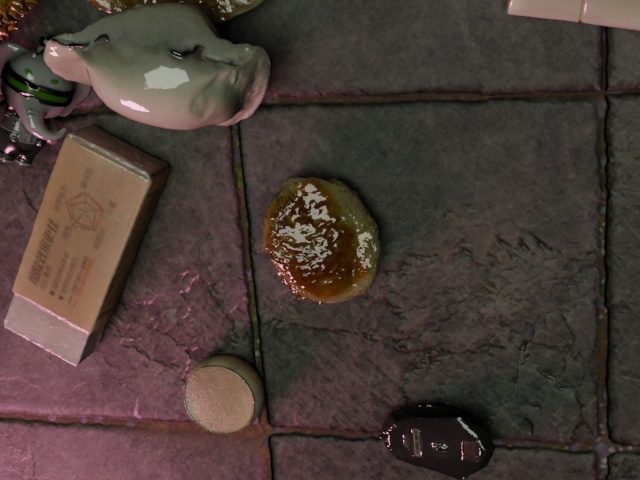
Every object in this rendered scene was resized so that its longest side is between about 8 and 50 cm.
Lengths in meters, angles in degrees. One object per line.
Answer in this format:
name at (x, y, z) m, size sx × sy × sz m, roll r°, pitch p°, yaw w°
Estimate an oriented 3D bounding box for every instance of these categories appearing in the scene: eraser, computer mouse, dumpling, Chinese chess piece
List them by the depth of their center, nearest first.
dumpling at (-0.205, -0.220, 1.338) m, size 0.243 × 0.227 × 0.175 m, roll 35°, pitch 80°, yaw 11°
computer mouse at (0.170, 0.282, 1.465) m, size 0.172 × 0.057 × 0.099 m, roll 4°, pitch 110°, yaw 26°
eraser at (-0.349, 0.011, 1.505) m, size 0.144 × 0.078 × 0.343 m, roll 28°, pitch 113°, yaw 5°
Chinese chess piece at (-0.145, 0.232, 1.534) m, size 0.122 × 0.051 × 0.122 m, roll 5°, pitch 107°, yaw 16°

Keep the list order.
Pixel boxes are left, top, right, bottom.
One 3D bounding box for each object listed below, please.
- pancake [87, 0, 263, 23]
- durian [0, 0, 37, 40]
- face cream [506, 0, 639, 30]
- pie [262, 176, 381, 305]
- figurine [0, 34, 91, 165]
pancake at (-0.182, -0.459, 1.310) m, size 0.387 × 0.082 × 0.386 m, roll 2°, pitch 105°, yaw 9°
durian at (-0.496, -0.343, 1.421) m, size 0.182 × 0.165 × 0.132 m, roll 23°, pitch 79°, yaw -24°
face cream at (0.403, -0.332, 1.194) m, size 0.349 × 0.081 × 0.173 m, roll 10°, pitch 109°, yaw 12°
pie at (0.000, 0.000, 1.410) m, size 0.163 × 0.079 × 0.193 m, roll -29°, pitch 98°, yaw 17°
figurine at (-0.405, -0.199, 1.437) m, size 0.147 × 0.126 × 0.192 m, roll 15°, pitch 107°, yaw -28°
